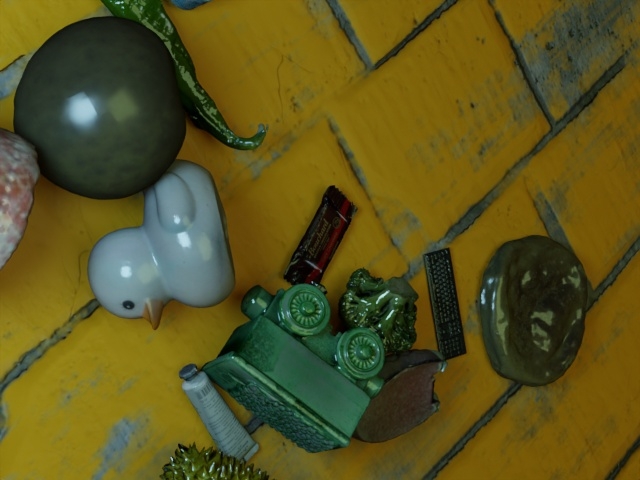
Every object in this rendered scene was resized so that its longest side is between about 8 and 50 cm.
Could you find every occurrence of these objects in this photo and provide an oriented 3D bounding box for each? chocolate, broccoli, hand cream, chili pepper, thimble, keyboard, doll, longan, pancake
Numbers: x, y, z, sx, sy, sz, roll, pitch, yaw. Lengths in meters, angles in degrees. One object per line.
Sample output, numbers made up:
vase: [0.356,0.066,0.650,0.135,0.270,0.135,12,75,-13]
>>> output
chocolate: [0.000,0.000,1.990,0.086,0.028,0.182,37,70,-39]
broccoli: [0.094,0.118,1.998,0.162,0.138,0.146,17,42,-25]
hand cream: [-0.160,0.272,1.864,0.067,0.042,0.194,-48,122,-36]
chili pepper: [-0.214,-0.274,1.801,0.085,0.076,0.359,-41,110,-9]
thimble: [-0.476,-0.046,1.512,0.162,0.239,0.239,30,73,-33]
keyboard: [0.224,0.114,2.167,0.064,0.010,0.198,-15,99,-34]
doll: [-0.234,0.008,1.738,0.221,0.221,0.251,7,63,-37]
longan: [-0.293,-0.180,1.641,0.248,0.248,0.248,0,90,-37]
pancake: [0.405,0.131,2.279,0.294,0.049,0.294,1,89,-35]

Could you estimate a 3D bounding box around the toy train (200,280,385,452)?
toy train: [-0.028,0.188,1.872,0.266,0.145,0.202,38,63,-12]

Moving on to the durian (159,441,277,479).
durian: [-0.152,0.442,1.747,0.258,0.258,0.293,13,77,-36]

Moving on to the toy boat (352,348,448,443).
toy boat: [0.111,0.256,2.038,0.227,0.085,0.155,-17,126,-38]

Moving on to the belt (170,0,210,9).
belt: [-0.256,-0.469,1.771,0.302,0.072,0.087,50,60,-25]
